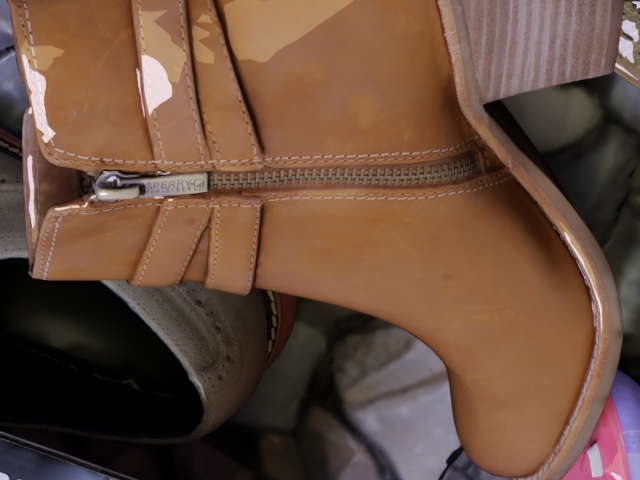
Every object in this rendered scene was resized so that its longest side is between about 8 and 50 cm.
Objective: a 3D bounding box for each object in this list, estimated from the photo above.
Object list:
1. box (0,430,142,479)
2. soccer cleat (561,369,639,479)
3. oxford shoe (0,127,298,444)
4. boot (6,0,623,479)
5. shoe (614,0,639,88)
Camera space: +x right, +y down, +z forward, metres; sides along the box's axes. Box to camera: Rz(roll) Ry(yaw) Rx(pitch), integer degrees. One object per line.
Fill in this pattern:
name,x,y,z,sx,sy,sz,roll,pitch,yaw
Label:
box,-0.174,0.116,0.780,0.307,0.242,0.077,20,74,2
soccer cleat,0.162,0.164,0.834,0.095,0.083,0.248,-19,102,-17
oxford shoe,-0.186,0.001,0.796,0.348,0.130,0.123,12,111,5
boot,0.000,0.000,0.717,0.220,0.109,0.283,-12,133,-11
shoe,0.165,-0.084,0.749,0.219,0.058,0.076,39,115,-3
